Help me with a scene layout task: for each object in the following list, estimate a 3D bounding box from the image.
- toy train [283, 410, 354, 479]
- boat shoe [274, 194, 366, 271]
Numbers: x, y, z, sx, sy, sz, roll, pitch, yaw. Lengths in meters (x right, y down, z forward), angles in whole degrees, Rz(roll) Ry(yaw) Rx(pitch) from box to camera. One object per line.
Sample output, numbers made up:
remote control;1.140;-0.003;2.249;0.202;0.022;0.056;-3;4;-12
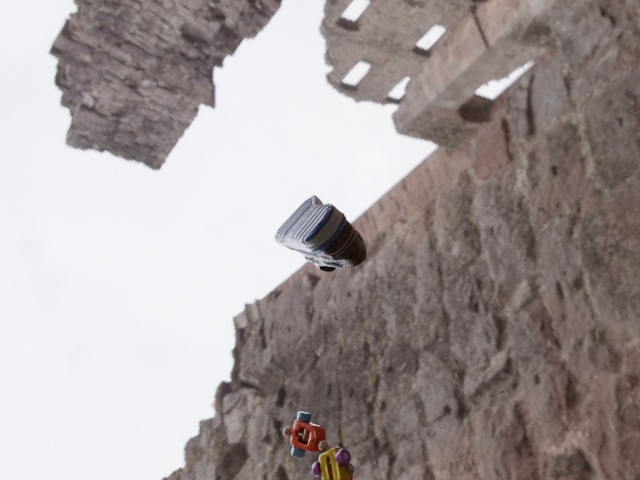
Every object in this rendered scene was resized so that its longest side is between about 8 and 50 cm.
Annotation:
toy train;-0.002;0.309;0.964;0.046;0.125;0.166;15;-103;-38
boat shoe;0.000;0.000;0.782;0.066;0.066;0.183;43;179;-13
